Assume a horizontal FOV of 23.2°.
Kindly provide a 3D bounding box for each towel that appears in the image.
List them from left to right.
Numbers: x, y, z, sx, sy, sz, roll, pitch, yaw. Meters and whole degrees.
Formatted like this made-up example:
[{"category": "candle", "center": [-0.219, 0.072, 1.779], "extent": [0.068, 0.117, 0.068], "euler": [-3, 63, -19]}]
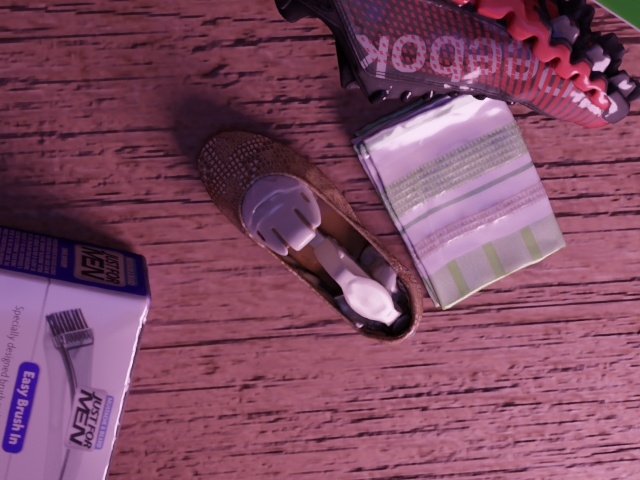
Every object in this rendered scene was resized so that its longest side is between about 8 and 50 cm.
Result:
[{"category": "towel", "center": [0.103, -0.035, 1.125], "extent": [0.113, 0.023, 0.152], "euler": [-27, 110, 2]}]

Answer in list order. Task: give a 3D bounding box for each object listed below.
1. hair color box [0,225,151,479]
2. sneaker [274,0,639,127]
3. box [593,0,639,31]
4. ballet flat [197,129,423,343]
[{"category": "hair color box", "center": [-0.300, 0.075, 1.058], "extent": [0.339, 0.110, 0.185], "euler": [13, 105, -11]}, {"category": "sneaker", "center": [0.085, -0.140, 1.047], "extent": [0.276, 0.097, 0.135], "euler": [29, 118, -19]}, {"category": "box", "center": [0.136, -0.245, 0.950], "extent": [0.262, 0.231, 0.127], "euler": [30, 104, -17]}, {"category": "ballet flat", "center": [0.000, 0.000, 1.098], "extent": [0.206, 0.067, 0.073], "euler": [39, 99, -18]}]
